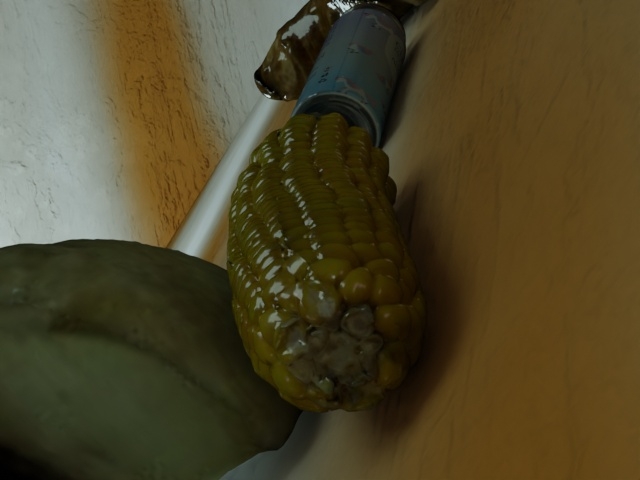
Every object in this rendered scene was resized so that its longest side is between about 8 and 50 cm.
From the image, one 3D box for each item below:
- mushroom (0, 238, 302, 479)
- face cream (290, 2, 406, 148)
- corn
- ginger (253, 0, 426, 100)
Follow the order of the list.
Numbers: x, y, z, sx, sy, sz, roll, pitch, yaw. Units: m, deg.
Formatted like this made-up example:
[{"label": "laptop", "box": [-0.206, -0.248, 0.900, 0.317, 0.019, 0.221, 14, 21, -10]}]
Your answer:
[{"label": "mushroom", "box": [-0.162, 0.089, 0.697, 0.292, 0.212, 0.217, -45, 13, 20]}, {"label": "face cream", "box": [0.030, -0.142, 0.982, 0.075, 0.075, 0.229, -51, 12, 33]}, {"label": "corn", "box": [-0.004, 0.003, 0.597, 0.102, 0.102, 0.313, -55, 9, 14]}, {"label": "ginger", "box": [0.038, -0.246, 1.207, 0.133, 0.107, 0.309, -47, 5, -38]}]
